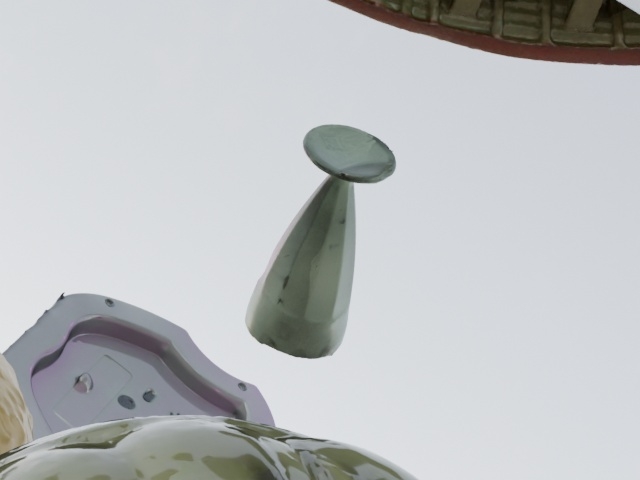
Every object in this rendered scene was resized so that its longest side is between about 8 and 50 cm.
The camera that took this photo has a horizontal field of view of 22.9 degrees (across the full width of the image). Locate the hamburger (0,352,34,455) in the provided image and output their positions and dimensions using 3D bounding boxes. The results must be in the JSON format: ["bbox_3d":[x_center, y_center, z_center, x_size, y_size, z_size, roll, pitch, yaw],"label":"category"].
[{"bbox_3d":[-0.213,0.089,0.766,0.115,0.162,0.162,-34,-68,7],"label":"hamburger"}]

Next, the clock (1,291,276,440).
[{"bbox_3d":[-0.194,0.211,1.593,0.338,0.338,0.102,34,-58,-8],"label":"clock"}]

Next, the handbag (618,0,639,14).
[{"bbox_3d":[0.104,-0.229,0.721,0.342,0.288,0.152,22,-69,-44],"label":"handbag"}]

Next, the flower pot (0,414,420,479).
[{"bbox_3d":[-0.023,0.222,0.482,0.307,0.307,0.244,58,-13,-25],"label":"flower pot"}]

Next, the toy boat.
[{"bbox_3d":[0.167,-0.192,1.102,0.392,0.079,0.136,7,-54,-18],"label":"toy boat"}]

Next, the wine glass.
[{"bbox_3d":[0.000,0.000,1.073,0.073,0.073,0.155,20,-58,4],"label":"wine glass"}]
